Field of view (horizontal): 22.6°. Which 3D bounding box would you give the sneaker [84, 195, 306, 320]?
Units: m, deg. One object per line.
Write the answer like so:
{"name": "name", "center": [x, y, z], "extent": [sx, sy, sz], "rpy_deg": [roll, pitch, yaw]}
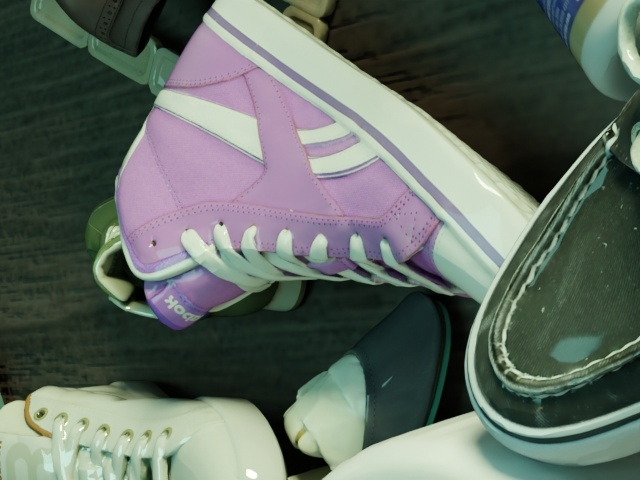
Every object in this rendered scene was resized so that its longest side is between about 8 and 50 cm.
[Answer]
{"name": "sneaker", "center": [-0.100, 0.006, 0.928], "extent": [0.192, 0.086, 0.064], "rpy_deg": [13, 103, 47]}

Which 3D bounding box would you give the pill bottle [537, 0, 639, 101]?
{"name": "pill bottle", "center": [0.114, -0.160, 0.652], "extent": [0.112, 0.112, 0.187], "rpy_deg": [-49, 58, 39]}

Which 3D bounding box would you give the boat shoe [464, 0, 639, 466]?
{"name": "boat shoe", "center": [0.152, -0.037, 0.556], "extent": [0.306, 0.105, 0.113], "rpy_deg": [-41, 58, 21]}

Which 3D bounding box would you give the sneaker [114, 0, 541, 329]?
{"name": "sneaker", "center": [0.000, 0.000, 0.768], "extent": [0.161, 0.102, 0.282], "rpy_deg": [-54, 44, 3]}

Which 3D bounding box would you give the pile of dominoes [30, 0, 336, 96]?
{"name": "pile of dominoes", "center": [-0.071, -0.182, 0.933], "extent": [0.251, 0.040, 0.196], "rpy_deg": [32, 116, 33]}

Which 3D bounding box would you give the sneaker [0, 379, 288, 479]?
{"name": "sneaker", "center": [-0.112, 0.135, 0.873], "extent": [0.290, 0.123, 0.106], "rpy_deg": [180, 90, -65]}

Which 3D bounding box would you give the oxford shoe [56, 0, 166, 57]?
{"name": "oxford shoe", "center": [-0.044, -0.202, 0.840], "extent": [0.098, 0.097, 0.271], "rpy_deg": [45, 124, -11]}

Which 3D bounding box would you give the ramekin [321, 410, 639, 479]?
{"name": "ramekin", "center": [0.096, 0.200, 0.691], "extent": [0.277, 0.135, 0.277], "rpy_deg": [7, 100, 48]}

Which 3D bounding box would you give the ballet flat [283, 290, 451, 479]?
{"name": "ballet flat", "center": [0.010, 0.119, 0.823], "extent": [0.074, 0.074, 0.203], "rpy_deg": [35, 120, 41]}

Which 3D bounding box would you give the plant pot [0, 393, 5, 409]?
{"name": "plant pot", "center": [-0.327, 0.178, 1.156], "extent": [0.234, 0.165, 0.166], "rpy_deg": [-39, 65, 35]}
